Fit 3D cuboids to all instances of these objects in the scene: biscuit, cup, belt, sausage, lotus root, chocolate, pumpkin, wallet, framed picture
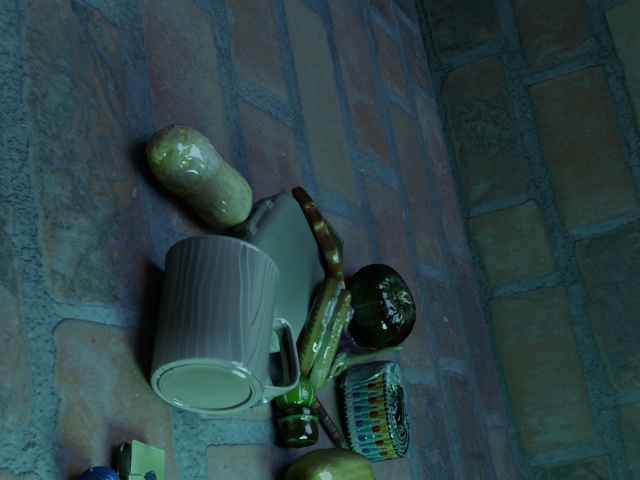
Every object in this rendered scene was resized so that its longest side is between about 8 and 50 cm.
[{"bbox_3d":[0.000,0.000,2.321,0.284,0.043,0.306,97,-27,-74],"label":"biscuit"},{"bbox_3d":[-0.179,0.170,1.733,0.288,0.208,0.273,59,26,-46],"label":"cup"},{"bbox_3d":[0.142,0.421,2.349,0.207,0.150,0.257,52,31,-57],"label":"belt"},{"bbox_3d":[0.008,0.211,2.144,0.259,0.079,0.259,18,90,-87],"label":"biscuit"},{"bbox_3d":[0.011,0.421,2.209,0.028,0.025,0.198,-47,122,-28],"label":"sausage"},{"bbox_3d":[0.011,0.526,1.986,0.343,0.151,0.169,13,48,-59],"label":"lotus root"},{"bbox_3d":[-0.242,-0.130,1.893,0.309,0.134,0.134,45,36,-51],"label":"chocolate"},{"bbox_3d":[0.171,0.177,2.566,0.238,0.159,0.238,36,46,-50],"label":"pumpkin"},{"bbox_3d":[-0.292,0.408,1.517,0.110,0.039,0.155,44,37,-55],"label":"wallet"},{"bbox_3d":[0.036,0.032,2.553,0.109,0.011,0.149,48,34,-45],"label":"framed picture"}]

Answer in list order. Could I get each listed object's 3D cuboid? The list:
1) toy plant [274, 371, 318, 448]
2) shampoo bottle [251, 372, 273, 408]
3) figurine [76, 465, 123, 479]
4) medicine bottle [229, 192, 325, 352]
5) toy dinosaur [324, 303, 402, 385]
[{"bbox_3d":[-0.053,0.359,2.026,0.093,0.093,0.162,35,40,-56],"label":"toy plant"},{"bbox_3d":[-0.158,0.231,1.903,0.214,0.072,0.072,67,24,-12],"label":"shampoo bottle"},{"bbox_3d":[-0.332,0.406,1.406,0.079,0.077,0.136,16,71,-42],"label":"figurine"},{"bbox_3d":[-0.104,0.066,2.064,0.375,0.123,0.282,-62,134,-60],"label":"medicine bottle"},{"bbox_3d":[0.072,0.261,2.249,0.072,0.199,0.251,24,15,-27],"label":"toy dinosaur"}]
